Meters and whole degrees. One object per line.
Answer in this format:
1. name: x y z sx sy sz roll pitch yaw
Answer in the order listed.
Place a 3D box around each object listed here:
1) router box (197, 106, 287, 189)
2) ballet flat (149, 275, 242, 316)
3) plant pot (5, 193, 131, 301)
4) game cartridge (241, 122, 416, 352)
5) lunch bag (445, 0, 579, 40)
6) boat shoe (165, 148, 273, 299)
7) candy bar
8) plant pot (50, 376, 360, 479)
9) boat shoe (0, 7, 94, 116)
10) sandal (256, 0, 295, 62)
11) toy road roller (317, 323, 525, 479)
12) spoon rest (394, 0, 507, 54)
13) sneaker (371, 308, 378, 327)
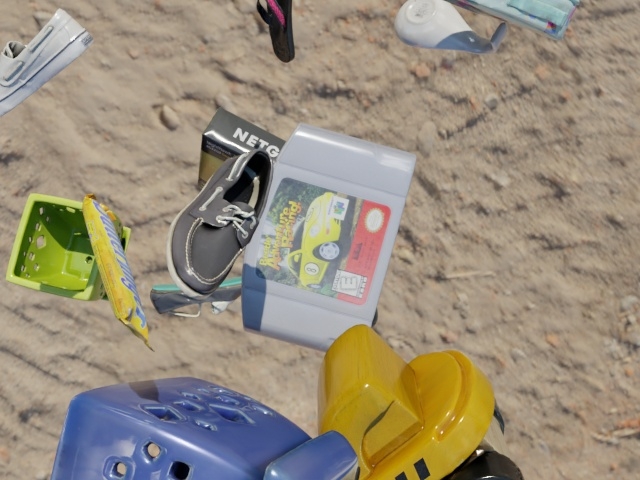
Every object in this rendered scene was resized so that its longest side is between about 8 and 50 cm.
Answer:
1. router box: -0.110 -0.129 1.750 0.308 0.081 0.243 27 154 2
2. ballet flat: -0.226 0.112 1.569 0.203 0.074 0.074 -6 119 -8
3. plant pot: -0.607 0.030 2.010 0.227 0.207 0.228 13 82 10
4. game cartridge: 0.000 0.000 1.100 0.195 0.060 0.295 15 92 0
5. lunch bag: 0.355 -0.481 1.562 0.279 0.224 0.108 6 111 -37
6. boat shoe: -0.097 -0.027 0.832 0.075 0.206 0.065 41 127 -18
7. candy bar: -0.162 0.021 0.639 0.018 0.161 0.040 -31 138 1
8. plant pot: -0.095 0.262 0.716 0.212 0.236 0.236 11 88 17
9. boat shoe: -0.512 -0.300 1.391 0.267 0.096 0.088 -27 117 27
10. sandal: -0.076 -0.371 1.315 0.040 0.067 0.179 -27 127 -28
11. toy road roller: 0.054 0.249 0.915 0.329 0.202 0.240 -41 106 15
12. spoon rest: 0.284 -0.466 1.783 0.137 0.276 0.084 -56 146 -8
13. sneaker: 0.031 0.020 1.441 0.108 0.130 0.287 -10 110 10
